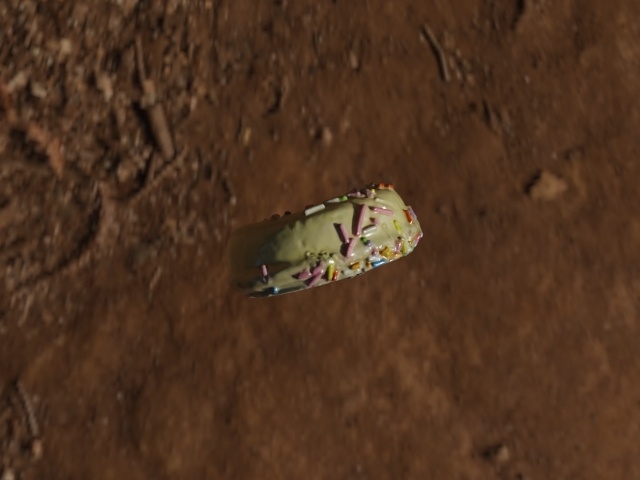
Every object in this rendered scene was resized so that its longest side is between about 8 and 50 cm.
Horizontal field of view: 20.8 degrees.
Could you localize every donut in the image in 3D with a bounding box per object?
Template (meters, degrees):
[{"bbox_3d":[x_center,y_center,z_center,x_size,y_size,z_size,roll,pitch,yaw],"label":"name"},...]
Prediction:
[{"bbox_3d":[0.003,-0.001,1.397,0.166,0.108,0.065,-17,93,-8],"label":"donut"}]
